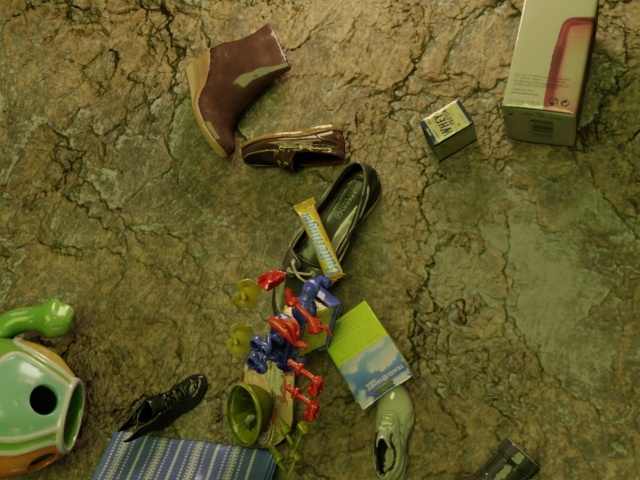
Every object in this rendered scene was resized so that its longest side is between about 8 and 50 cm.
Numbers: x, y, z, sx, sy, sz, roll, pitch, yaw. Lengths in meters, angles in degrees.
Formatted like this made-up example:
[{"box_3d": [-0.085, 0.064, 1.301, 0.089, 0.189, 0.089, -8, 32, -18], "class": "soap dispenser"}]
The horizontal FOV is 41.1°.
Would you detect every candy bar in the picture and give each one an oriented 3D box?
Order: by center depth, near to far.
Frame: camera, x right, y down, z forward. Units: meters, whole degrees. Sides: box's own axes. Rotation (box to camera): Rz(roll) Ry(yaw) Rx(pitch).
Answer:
[{"box_3d": [0.000, 0.002, 1.513, 0.040, 0.018, 0.162, -26, 74, 10], "class": "candy bar"}]

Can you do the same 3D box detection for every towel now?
[{"box_3d": [-0.254, 0.441, 1.467, 0.335, 0.040, 0.243, 3, 41, 16], "class": "towel"}]

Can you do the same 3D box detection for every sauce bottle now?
[{"box_3d": [0.207, 0.462, 1.354, 0.111, 0.111, 0.344, 42, 90, 22], "class": "sauce bottle"}]

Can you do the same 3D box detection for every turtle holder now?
[{"box_3d": [-0.556, 0.288, 1.583, 0.227, 0.244, 0.320, 6, 35, 2], "class": "turtle holder"}]

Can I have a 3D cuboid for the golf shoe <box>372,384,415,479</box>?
[{"box_3d": [0.120, 0.320, 1.436, 0.069, 0.086, 0.176, -5, 71, 16], "class": "golf shoe"}]

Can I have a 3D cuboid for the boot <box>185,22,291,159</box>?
[{"box_3d": [-0.154, -0.302, 1.697, 0.206, 0.090, 0.249, -24, 65, 10], "class": "boot"}]

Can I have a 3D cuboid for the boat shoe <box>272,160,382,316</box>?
[{"box_3d": [0.000, 0.000, 1.560, 0.112, 0.095, 0.335, 28, 83, 21], "class": "boat shoe"}]

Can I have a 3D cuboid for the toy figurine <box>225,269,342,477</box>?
[{"box_3d": [-0.021, 0.188, 1.444, 0.191, 0.217, 0.363, 29, 127, 26], "class": "toy figurine"}]

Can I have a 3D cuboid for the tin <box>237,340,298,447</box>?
[{"box_3d": [-0.093, 0.277, 1.536, 0.106, 0.040, 0.190, -2, 73, 19], "class": "tin"}]

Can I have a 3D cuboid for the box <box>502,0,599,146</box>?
[{"box_3d": [0.408, -0.304, 1.508, 0.126, 0.148, 0.233, 10, 77, 18], "class": "box"}]

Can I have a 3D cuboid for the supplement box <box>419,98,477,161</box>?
[{"box_3d": [0.235, -0.200, 1.560, 0.083, 0.083, 0.056, -31, 68, 5], "class": "supplement box"}]

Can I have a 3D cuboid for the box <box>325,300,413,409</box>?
[{"box_3d": [0.081, 0.203, 1.481, 0.109, 0.042, 0.178, -36, 52, 3], "class": "box"}]

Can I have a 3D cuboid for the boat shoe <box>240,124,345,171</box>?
[{"box_3d": [-0.054, -0.168, 1.638, 0.206, 0.073, 0.073, -10, 69, 13], "class": "boat shoe"}]

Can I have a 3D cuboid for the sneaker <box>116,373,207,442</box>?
[{"box_3d": [-0.286, 0.303, 1.553, 0.170, 0.089, 0.051, -42, 68, 1], "class": "sneaker"}]
